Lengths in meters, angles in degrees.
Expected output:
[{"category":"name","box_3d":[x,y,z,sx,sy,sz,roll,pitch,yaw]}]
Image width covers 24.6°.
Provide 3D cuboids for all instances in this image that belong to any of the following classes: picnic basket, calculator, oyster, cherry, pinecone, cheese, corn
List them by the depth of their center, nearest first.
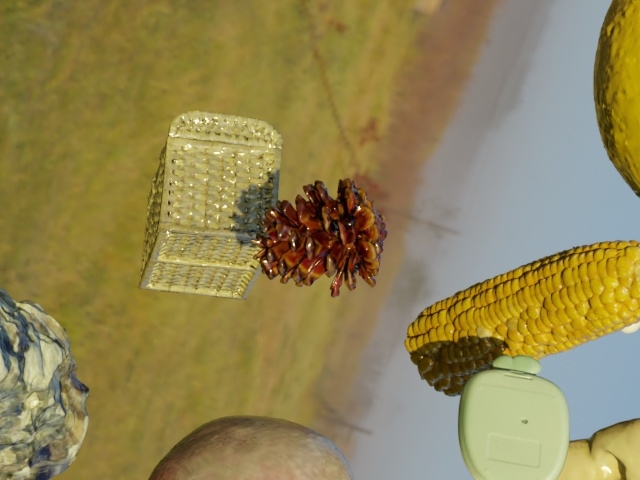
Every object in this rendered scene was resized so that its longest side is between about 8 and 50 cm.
[{"category":"oyster","box_3d":[-0.216,0.108,1.030,0.199,0.087,0.252,-35,153,-50]},{"category":"pinecone","box_3d":[0.000,-0.001,1.215,0.102,0.109,0.102,-9,90,-78]},{"category":"calculator","box_3d":[0.164,0.153,1.241,0.021,0.095,0.153,98,2,-47]},{"category":"cheese","box_3d":[0.269,0.203,1.282,0.263,0.159,0.093,-30,-109,46]},{"category":"cherry","box_3d":[-0.068,0.265,1.424,0.266,0.213,0.183,-117,-159,-57]},{"category":"corn","box_3d":[0.204,0.069,1.424,0.313,0.102,0.102,-31,-150,42]},{"category":"picnic basket","box_3d":[-0.124,-0.040,1.643,0.196,0.134,0.154,121,-28,-65]}]

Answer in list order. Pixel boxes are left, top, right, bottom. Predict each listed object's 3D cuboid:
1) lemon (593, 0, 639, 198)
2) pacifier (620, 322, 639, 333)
[{"category":"lemon","box_3d":[0.299,-0.099,0.968,0.219,0.240,0.240,-53,163,-69]},{"category":"pacifier","box_3d":[0.316,0.062,1.557,0.099,0.081,0.078,-22,-99,56]}]
